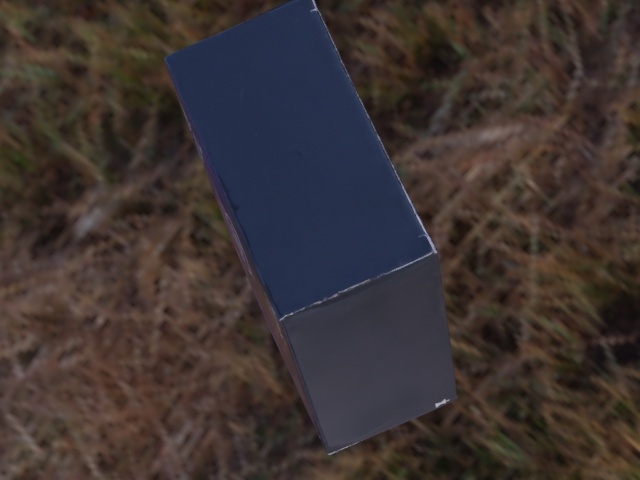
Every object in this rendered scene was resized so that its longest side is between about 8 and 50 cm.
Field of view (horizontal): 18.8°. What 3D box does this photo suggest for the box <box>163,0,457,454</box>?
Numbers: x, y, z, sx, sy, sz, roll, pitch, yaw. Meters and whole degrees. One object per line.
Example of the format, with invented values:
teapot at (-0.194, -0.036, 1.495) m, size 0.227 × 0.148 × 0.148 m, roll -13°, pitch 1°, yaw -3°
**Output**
box at (0.000, 0.000, 1.193) m, size 0.103 × 0.261 × 0.184 m, roll -26°, pitch 66°, yaw -4°
